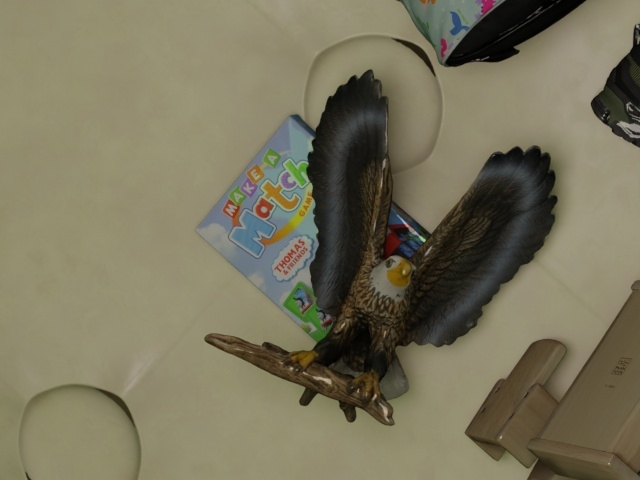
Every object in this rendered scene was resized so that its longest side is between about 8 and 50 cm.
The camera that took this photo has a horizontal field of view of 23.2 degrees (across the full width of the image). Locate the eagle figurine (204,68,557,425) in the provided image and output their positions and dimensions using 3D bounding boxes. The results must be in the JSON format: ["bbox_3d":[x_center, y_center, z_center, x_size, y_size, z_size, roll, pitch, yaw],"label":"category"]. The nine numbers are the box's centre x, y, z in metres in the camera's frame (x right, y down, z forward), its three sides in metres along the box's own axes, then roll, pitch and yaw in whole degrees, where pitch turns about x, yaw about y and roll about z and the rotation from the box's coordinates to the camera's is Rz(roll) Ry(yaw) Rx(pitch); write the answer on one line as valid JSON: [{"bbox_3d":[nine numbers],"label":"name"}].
[{"bbox_3d":[0.069,0.022,1.489,0.225,0.226,0.298,4,63,51],"label":"eagle figurine"}]

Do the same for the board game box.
[{"bbox_3d":[0.000,0.000,1.595,0.211,0.039,0.160,42,104,7],"label":"board game box"}]

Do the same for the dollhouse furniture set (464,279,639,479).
[{"bbox_3d":[0.359,0.209,1.489,0.303,0.286,0.198,42,74,-18],"label":"dollhouse furniture set"}]

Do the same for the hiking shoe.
[{"bbox_3d":[0.373,-0.115,1.460,0.227,0.086,0.114,28,106,11],"label":"hiking shoe"}]

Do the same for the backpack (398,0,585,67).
[{"bbox_3d":[0.180,-0.277,1.422,0.253,0.225,0.191,-43,82,25],"label":"backpack"}]
